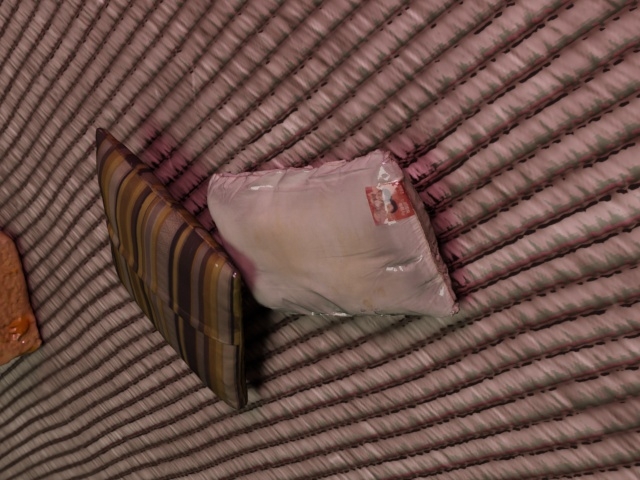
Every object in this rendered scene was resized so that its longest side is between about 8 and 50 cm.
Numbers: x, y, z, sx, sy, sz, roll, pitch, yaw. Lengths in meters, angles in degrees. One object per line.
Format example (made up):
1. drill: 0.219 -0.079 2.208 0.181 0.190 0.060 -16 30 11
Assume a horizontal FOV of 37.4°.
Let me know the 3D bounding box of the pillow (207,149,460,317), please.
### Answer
1. pillow: 0.000 0.000 0.699 0.229 0.051 0.128 -3 118 51

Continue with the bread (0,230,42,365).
1. bread: -0.490 0.050 1.234 0.274 0.114 0.185 20 127 38

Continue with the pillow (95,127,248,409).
1. pillow: -0.134 0.029 0.847 0.212 0.052 0.208 45 152 29
